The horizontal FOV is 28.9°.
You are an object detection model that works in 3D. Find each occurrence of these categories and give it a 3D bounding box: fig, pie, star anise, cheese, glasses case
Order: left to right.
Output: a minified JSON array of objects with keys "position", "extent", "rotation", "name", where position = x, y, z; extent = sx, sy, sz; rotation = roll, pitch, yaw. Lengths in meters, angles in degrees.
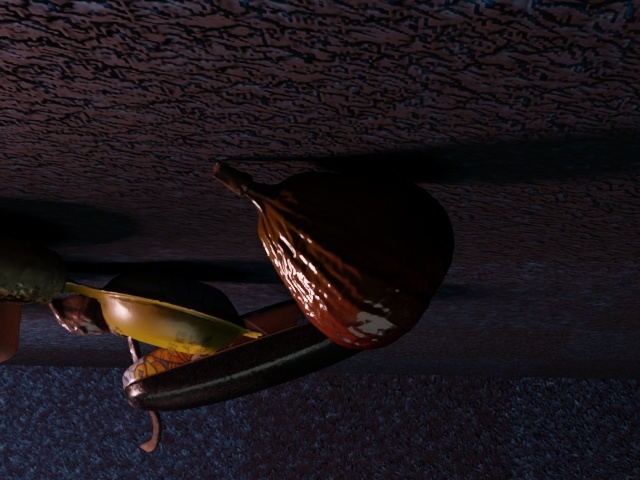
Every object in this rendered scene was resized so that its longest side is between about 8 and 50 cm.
[{"position":[-0.345,0.014,1.040],"extent":[0.274,0.055,0.274],"rotation":[6,173,1],"name":"pie"},{"position":[-0.243,0.164,1.495],"extent":[0.148,0.227,0.218],"rotation":[-5,-178,-1],"name":"star anise"},{"position":[-0.192,0.065,1.281],"extent":[0.270,0.069,0.177],"rotation":[14,170,-7],"name":"cheese"},{"position":[-0.069,0.125,1.404],"extent":[0.321,0.082,0.122],"rotation":[-19,161,11],"name":"glasses case"},{"position":[0.008,0.012,0.770],"extent":[0.153,0.119,0.119],"rotation":[3,171,-17],"name":"fig"}]

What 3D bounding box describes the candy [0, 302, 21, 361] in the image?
[{"position":[-0.434,0.073,1.284],"extent":[0.255,0.094,0.255],"rotation":[3,171,1],"name":"candy"}]
